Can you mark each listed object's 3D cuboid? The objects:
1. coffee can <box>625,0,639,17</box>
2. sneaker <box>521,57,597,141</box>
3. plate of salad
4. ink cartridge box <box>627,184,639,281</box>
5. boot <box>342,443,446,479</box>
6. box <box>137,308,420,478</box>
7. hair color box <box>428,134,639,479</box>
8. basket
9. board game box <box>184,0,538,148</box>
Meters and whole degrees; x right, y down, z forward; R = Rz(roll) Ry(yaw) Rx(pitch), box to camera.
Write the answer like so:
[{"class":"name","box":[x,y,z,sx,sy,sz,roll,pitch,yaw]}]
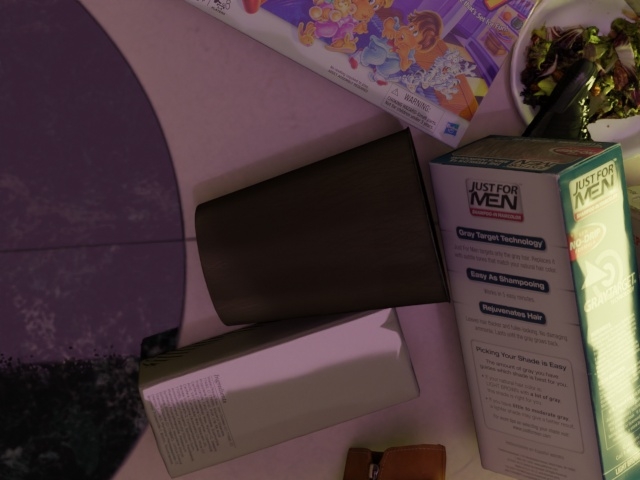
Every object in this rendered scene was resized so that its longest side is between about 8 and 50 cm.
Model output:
[{"class":"coffee can","box":[0.295,-0.367,1.365,0.201,0.201,0.275,-43,96,4]},{"class":"sneaker","box":[0.259,-0.103,1.479,0.089,0.051,0.170,28,127,-6]},{"class":"plate of salad","box":[0.296,-0.175,1.498,0.200,0.048,0.200,-1,102,-6]},{"class":"ink cartridge box","box":[0.361,0.059,1.494,0.092,0.158,0.218,-10,103,-8]},{"class":"boot","box":[0.025,0.330,1.534,0.109,0.283,0.220,13,69,-45]},{"class":"box","box":[-0.045,0.144,1.504,0.275,0.094,0.113,-17,103,-3]},{"class":"hair color box","box":[0.229,0.075,1.453,0.105,0.174,0.347,-25,112,-36]},{"class":"basket","box":[0.000,0.000,1.445,0.227,0.204,0.154,-14,134,5]},{"class":"board game box","box":[0.036,-0.277,1.435,0.347,0.078,0.233,27,98,-10]}]
